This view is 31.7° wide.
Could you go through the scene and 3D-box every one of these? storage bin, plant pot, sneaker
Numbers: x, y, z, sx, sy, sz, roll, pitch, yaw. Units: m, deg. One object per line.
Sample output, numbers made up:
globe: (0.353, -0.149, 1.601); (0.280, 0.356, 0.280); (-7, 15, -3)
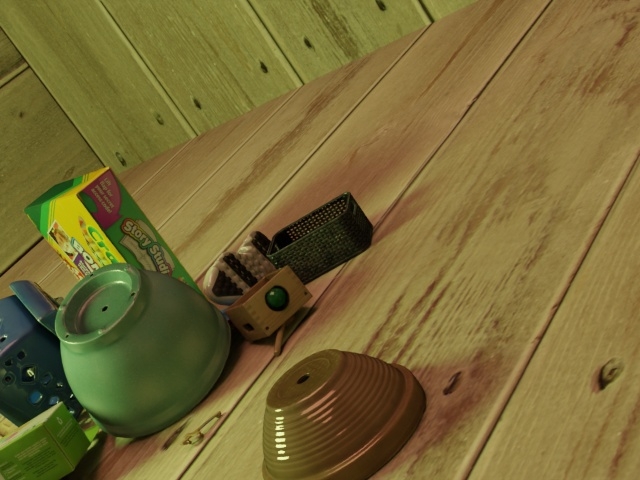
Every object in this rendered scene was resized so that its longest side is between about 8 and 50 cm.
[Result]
storage bin: (0.000, 0.000, 2.111); (0.180, 0.084, 0.122); (-29, 17, 16)
plant pot: (0.007, 0.218, 1.450); (0.237, 0.109, 0.237); (-31, 18, 11)
sneaker: (-0.166, 0.076, 2.186); (0.118, 0.110, 0.292); (-40, 1, 20)
plant pot: (-0.552, 0.224, 2.168); (0.212, 0.236, 0.236); (-47, 35, -9)
plant pot: (-0.330, 0.162, 1.936); (0.293, 0.196, 0.293); (-21, 40, 19)

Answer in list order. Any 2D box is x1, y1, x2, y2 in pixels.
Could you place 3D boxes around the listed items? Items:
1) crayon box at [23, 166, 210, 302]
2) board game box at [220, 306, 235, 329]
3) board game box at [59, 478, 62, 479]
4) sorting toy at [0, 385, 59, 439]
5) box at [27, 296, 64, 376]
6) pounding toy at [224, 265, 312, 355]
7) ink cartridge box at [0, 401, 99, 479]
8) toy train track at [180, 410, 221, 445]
crayon box: (-0.418, 0.038, 2.317); (0.106, 0.363, 0.313); (-43, 18, -26)
board game box: (-0.149, 0.143, 2.082); (0.133, 0.033, 0.169); (-22, 6, -21)
board game box: (-0.580, 0.488, 1.975); (0.281, 0.027, 0.145); (-27, 17, 24)
sorting toy: (-0.585, 0.354, 2.347); (0.208, 0.038, 0.193); (-37, 16, -24)
box: (-0.668, 0.243, 2.623); (0.247, 0.142, 0.163); (-13, 26, 49)
pounding toy: (-0.084, 0.125, 1.940); (0.130, 0.100, 0.141); (-42, 7, -23)
ink cartridge box: (-0.494, 0.359, 1.935); (0.189, 0.097, 0.255); (-32, 8, 6)
toy train track: (-0.185, 0.298, 1.768); (0.083, 0.014, 0.048); (-39, 9, -33)
